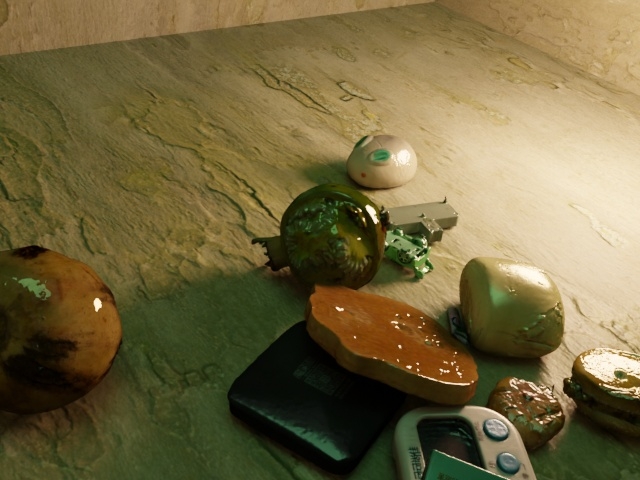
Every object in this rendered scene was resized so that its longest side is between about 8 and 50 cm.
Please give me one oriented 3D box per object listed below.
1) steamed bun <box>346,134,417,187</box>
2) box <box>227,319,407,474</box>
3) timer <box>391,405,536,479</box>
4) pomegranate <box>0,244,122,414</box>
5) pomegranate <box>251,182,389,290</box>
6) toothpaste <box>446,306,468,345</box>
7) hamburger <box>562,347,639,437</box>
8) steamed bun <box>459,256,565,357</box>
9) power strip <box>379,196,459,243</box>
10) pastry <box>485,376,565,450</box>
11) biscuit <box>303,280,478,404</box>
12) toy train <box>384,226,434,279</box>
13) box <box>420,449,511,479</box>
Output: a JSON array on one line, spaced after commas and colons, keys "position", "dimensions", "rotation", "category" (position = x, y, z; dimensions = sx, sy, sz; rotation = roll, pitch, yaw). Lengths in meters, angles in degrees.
[{"position": [0.187, -0.246, 2.113], "dimensions": [0.228, 0.131, 0.177], "rotation": [-13, 41, -29], "category": "steamed bun"}, {"position": [0.004, 0.295, 1.374], "dimensions": [0.289, 0.073, 0.290], "rotation": [23, 38, 22], "category": "box"}, {"position": [0.251, 0.410, 1.233], "dimensions": [0.237, 0.087, 0.262], "rotation": [0, 38, -6], "category": "timer"}, {"position": [-0.529, 0.162, 1.286], "dimensions": [0.322, 0.322, 0.322], "rotation": [4, 35, -3], "category": "pomegranate"}, {"position": [0.000, 0.000, 1.654], "dimensions": [0.340, 0.260, 0.260], "rotation": [-8, 30, 23], "category": "pomegranate"}, {"position": [0.303, 0.187, 1.575], "dimensions": [0.045, 0.028, 0.170], "rotation": [40, 16, -8], "category": "toothpaste"}, {"position": [0.598, 0.304, 1.414], "dimensions": [0.215, 0.122, 0.189], "rotation": [12, 29, 15], "category": "hamburger"}, {"position": [0.435, 0.131, 1.588], "dimensions": [0.232, 0.166, 0.273], "rotation": [5, 35, 1], "category": "steamed bun"}, {"position": [0.282, -0.052, 1.914], "dimensions": [0.215, 0.061, 0.145], "rotation": [-10, 37, -20], "category": "power strip"}, {"position": [0.399, 0.336, 1.372], "dimensions": [0.153, 0.081, 0.153], "rotation": [2, 45, -2], "category": "pastry"}, {"position": [0.139, 0.207, 1.429], "dimensions": [0.365, 0.062, 0.385], "rotation": [18, 15, -12], "category": "biscuit"}, {"position": [0.213, 0.029, 1.782], "dimensions": [0.149, 0.081, 0.099], "rotation": [22, 38, 30], "category": "toy train"}, {"position": [0.212, 0.463, 1.083], "dimensions": [0.162, 0.041, 0.229], "rotation": [21, 68, 2], "category": "box"}]
